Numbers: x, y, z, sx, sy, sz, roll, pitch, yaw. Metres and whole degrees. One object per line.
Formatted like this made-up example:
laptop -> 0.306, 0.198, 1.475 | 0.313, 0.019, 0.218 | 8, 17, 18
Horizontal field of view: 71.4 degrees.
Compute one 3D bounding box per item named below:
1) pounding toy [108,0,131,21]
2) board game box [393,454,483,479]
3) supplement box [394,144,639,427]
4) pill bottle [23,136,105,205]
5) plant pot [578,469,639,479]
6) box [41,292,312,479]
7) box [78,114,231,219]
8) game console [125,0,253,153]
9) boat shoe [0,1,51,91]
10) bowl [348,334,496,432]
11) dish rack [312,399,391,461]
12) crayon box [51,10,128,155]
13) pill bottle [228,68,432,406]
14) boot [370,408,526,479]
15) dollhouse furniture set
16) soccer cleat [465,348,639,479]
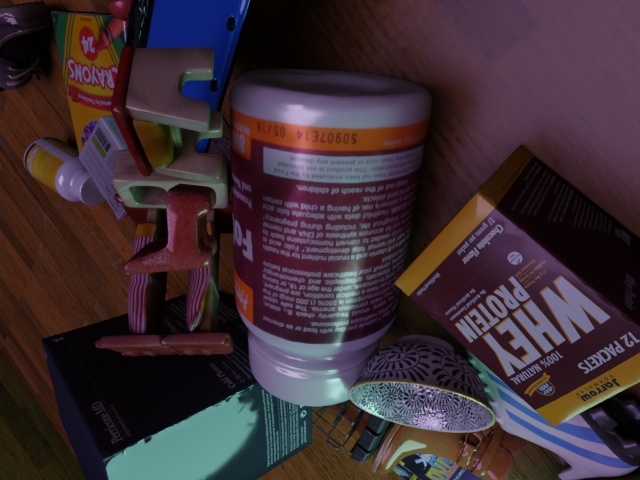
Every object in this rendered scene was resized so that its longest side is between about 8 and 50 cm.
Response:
pounding toy -> -0.264, -0.357, 0.604 | 0.236, 0.182, 0.110 | 16, 131, 47
board game box -> 0.188, 0.336, 0.710 | 0.141, 0.048, 0.171 | 31, 126, 21
supplement box -> 0.218, 0.031, 0.453 | 0.194, 0.191, 0.129 | 43, 129, 10
pill bottle -> -0.541, -0.146, 0.961 | 0.184, 0.103, 0.103 | 28, 125, 22
plant pot -> 0.394, 0.363, 0.467 | 0.293, 0.274, 0.275 | -25, 96, 56
box -> -0.238, 0.251, 0.739 | 0.343, 0.312, 0.179 | 21, 118, 46
box -> -0.235, -0.130, 0.688 | 0.103, 0.203, 0.114 | -32, 91, 41
game console -> -0.125, -0.290, 0.539 | 0.173, 0.250, 0.293 | 30, 127, -2
boat shoe -> -0.626, -0.384, 0.912 | 0.355, 0.132, 0.130 | 4, 123, 43
bowl -> 0.123, 0.167, 0.544 | 0.169, 0.080, 0.170 | 10, 145, 7
dish rack -> 0.010, 0.246, 0.782 | 0.271, 0.074, 0.209 | 31, 124, 22
crayon box -> -0.365, -0.236, 0.811 | 0.202, 0.081, 0.319 | 17, 121, 27
pill bottle -> 0.000, 0.000, 0.571 | 0.223, 0.224, 0.393 | 19, 120, 27
boot -> 0.177, 0.282, 0.611 | 0.152, 0.197, 0.073 | 40, 170, 18
dollhouse furniture set -> -0.179, 0.002, 0.486 | 0.374, 0.152, 0.202 | 107, 161, -67
soccer cleat -> 0.233, 0.164, 0.554 | 0.331, 0.116, 0.143 | 46, 130, 9
